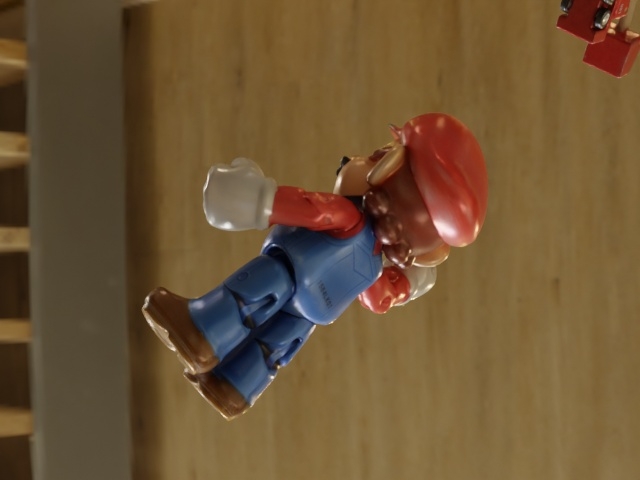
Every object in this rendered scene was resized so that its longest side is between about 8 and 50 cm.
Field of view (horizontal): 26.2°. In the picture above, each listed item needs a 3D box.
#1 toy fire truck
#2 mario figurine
[{"bbox_3d":[0.289,-0.247,1.336,0.047,0.135,0.192,31,-59,26],"label":"toy fire truck"},{"bbox_3d":[0.000,0.000,1.165,0.170,0.320,0.198,50,-13,12],"label":"mario figurine"}]
